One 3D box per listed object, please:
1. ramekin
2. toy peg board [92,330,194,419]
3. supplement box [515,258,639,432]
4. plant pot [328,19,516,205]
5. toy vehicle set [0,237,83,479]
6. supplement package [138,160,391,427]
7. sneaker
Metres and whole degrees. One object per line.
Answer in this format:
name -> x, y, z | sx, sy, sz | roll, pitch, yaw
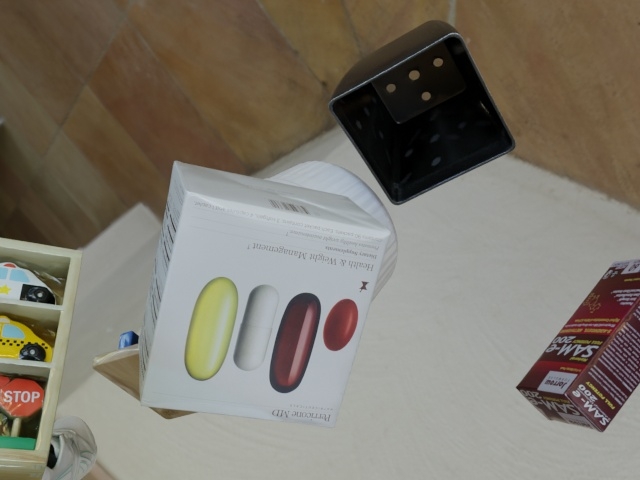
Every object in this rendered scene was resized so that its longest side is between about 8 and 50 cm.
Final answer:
ramekin -> 0.000, 0.000, 1.123 | 0.272, 0.127, 0.273 | 31, 142, 28
toy peg board -> -0.165, 0.141, 0.894 | 0.160, 0.079, 0.161 | -17, 138, 17
supplement box -> 0.377, 0.130, 0.935 | 0.073, 0.239, 0.130 | 43, 166, -4
plant pot -> 0.136, -0.196, 0.996 | 0.188, 0.167, 0.187 | -26, 121, 19
toy vehicle set -> -0.301, 0.060, 0.455 | 0.266, 0.166, 0.035 | 10, 139, -20
supplement package -> -0.065, 0.050, 0.706 | 0.194, 0.203, 0.149 | 10, -166, -17
sneaker -> -0.238, 0.195, 0.652 | 0.152, 0.053, 0.061 | -117, 25, -71
